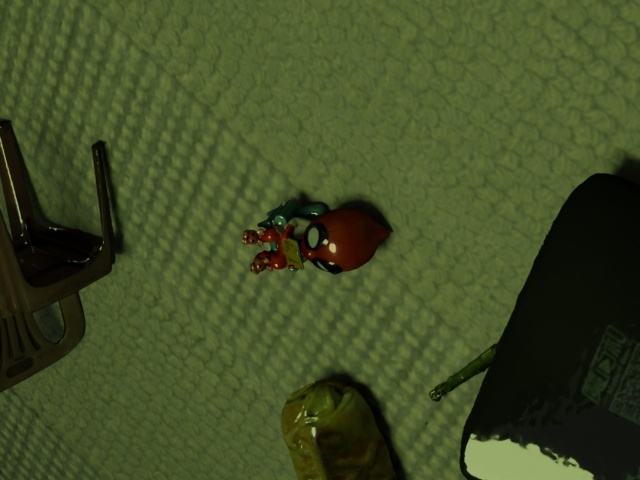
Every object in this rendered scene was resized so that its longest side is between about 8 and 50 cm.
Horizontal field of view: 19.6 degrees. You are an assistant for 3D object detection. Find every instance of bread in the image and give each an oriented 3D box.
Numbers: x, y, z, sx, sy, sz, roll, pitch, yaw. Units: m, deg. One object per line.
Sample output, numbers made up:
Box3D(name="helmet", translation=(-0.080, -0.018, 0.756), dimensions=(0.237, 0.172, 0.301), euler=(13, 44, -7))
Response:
Box3D(name="bread", translation=(0.032, 0.266, 1.974), dimensions=(0.098, 0.087, 0.269), euler=(7, 125, 44))

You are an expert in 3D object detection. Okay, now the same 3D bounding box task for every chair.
Box3D(name="chair", translation=(-0.329, 0.048, 2.096), dimensions=(0.183, 0.175, 0.326), euler=(21, 130, 45))

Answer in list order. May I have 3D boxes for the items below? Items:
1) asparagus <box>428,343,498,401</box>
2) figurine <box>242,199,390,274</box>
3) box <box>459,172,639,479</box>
Box3D(name="asparagus", translation=(0.142, 0.130, 1.809), dimensions=(0.127, 0.018, 0.015), euler=(-44, 51, 52))
Box3D(name="figurine", translation=(0.000, 0.000, 1.804), dimensions=(0.140, 0.075, 0.068), euler=(1, 119, 33))
Box3D(name="box", translation=(0.282, 0.121, 1.506), dimensions=(0.289, 0.073, 0.290), euler=(26, 98, 27))
